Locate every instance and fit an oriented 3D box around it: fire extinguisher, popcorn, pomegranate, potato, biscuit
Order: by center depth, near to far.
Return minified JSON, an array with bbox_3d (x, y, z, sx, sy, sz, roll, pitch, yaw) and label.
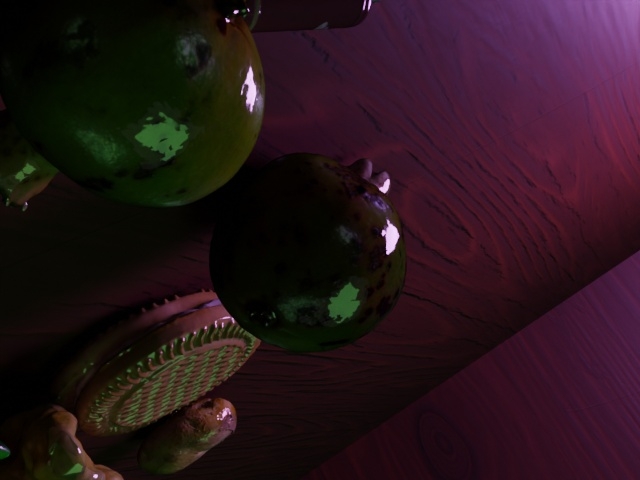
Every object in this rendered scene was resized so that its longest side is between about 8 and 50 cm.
[{"bbox_3d":[-0.134,-0.090,0.539,0.220,0.156,0.156,-6,172,25],"label":"pomegranate"},{"bbox_3d":[-0.014,-0.167,0.640,0.158,0.043,0.064,-14,-177,-40],"label":"fire extinguisher"},{"bbox_3d":[0.000,0.000,0.891,0.202,0.202,0.248,-53,-178,46],"label":"pomegranate"},{"bbox_3d":[-0.335,0.336,0.991,0.279,0.274,0.335,-38,166,-21],"label":"popcorn"},{"bbox_3d":[-0.189,0.143,1.067,0.259,0.079,0.259,-29,161,-11],"label":"biscuit"},{"bbox_3d":[-0.204,0.299,1.414,0.170,0.080,0.107,-40,152,12],"label":"potato"}]

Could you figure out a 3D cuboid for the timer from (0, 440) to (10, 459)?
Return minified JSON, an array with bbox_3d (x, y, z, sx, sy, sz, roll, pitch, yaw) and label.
[{"bbox_3d":[-0.366,0.209,0.708,0.285,0.285,0.285,-28,160,-11],"label":"timer"}]
